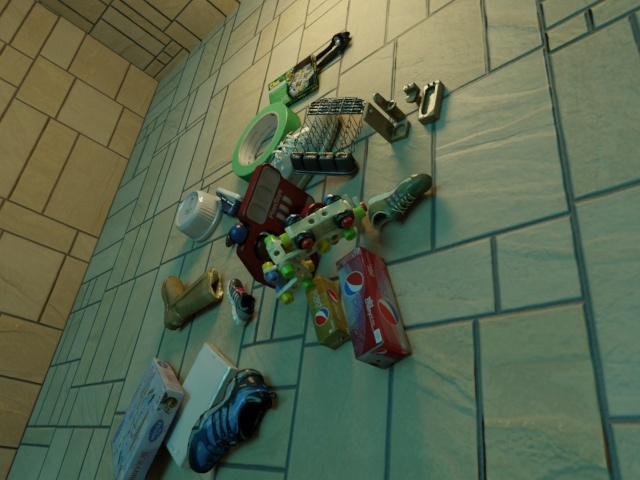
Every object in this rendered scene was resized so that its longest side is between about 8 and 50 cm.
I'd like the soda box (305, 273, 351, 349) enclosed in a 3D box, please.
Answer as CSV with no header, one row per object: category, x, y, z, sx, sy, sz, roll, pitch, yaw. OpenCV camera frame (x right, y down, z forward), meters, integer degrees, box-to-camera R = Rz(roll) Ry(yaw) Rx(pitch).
soda box,0.015,0.174,1.166,0.061,0.058,0.181,-41,39,22

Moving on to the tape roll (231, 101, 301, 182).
tape roll,-0.210,-0.367,1.789,0.321,0.077,0.321,-28,47,35

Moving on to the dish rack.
dish rack,0.031,-0.323,1.425,0.208,0.074,0.271,6,61,20

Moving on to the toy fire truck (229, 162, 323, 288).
toy fire truck,-0.129,-0.030,1.310,0.169,0.254,0.302,3,68,50

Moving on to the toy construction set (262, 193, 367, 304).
toy construction set,0.000,0.000,1.144,0.328,0.215,0.151,-41,57,-15

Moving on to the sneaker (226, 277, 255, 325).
sneaker,-0.241,0.178,1.462,0.075,0.063,0.170,-41,45,24

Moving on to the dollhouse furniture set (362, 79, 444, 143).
dollhouse furniture set,0.220,-0.366,1.244,0.151,0.123,0.144,-9,59,46

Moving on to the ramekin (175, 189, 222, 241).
ramekin,-0.501,-0.106,1.921,0.207,0.109,0.207,-29,46,35

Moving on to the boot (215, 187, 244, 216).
boot,-0.369,-0.147,1.826,0.190,0.069,0.086,19,78,51

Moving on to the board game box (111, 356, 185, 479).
board game box,-0.562,0.576,1.514,0.318,0.066,0.318,11,74,63

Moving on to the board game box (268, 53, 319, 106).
board game box,-0.110,-0.604,1.842,0.260,0.030,0.136,-17,76,42

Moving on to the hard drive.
hard drive,-0.371,0.486,1.419,0.203,0.040,0.307,19,80,53

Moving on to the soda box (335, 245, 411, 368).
soda box,0.111,0.142,1.046,0.083,0.092,0.263,-40,40,29

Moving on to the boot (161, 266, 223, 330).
boot,-0.462,0.175,1.709,0.269,0.089,0.236,-37,52,27

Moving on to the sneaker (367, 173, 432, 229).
sneaker,0.190,-0.085,1.139,0.192,0.064,0.086,-25,50,44

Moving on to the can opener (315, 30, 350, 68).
can opener,0.039,-0.707,1.762,0.186,0.073,0.059,-35,82,34

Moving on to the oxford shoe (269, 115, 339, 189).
oxford shoe,-0.085,-0.278,1.541,0.449,0.130,0.169,-58,34,-1

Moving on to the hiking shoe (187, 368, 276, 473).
hiking shoe,-0.237,0.479,1.203,0.304,0.113,0.132,-58,36,2

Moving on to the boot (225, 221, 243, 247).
boot,-0.283,-0.014,1.669,0.114,0.037,0.106,17,81,48
